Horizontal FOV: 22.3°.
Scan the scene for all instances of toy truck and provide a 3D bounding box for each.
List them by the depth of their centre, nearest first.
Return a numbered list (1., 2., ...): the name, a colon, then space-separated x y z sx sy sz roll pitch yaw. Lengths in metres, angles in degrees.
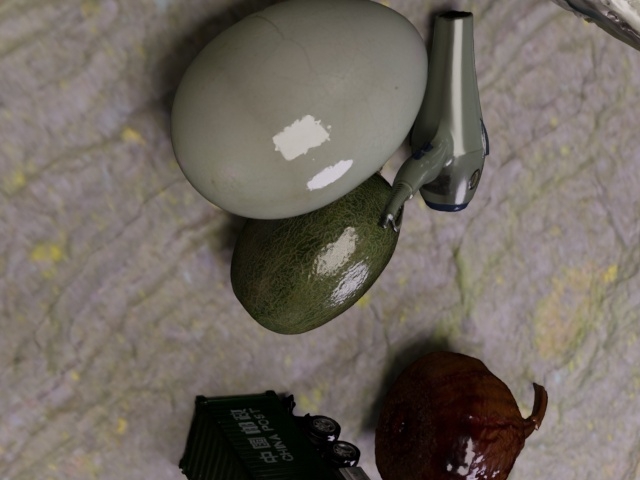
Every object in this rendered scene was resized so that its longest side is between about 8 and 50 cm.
1. toy truck: -0.010 0.229 1.343 0.121 0.259 0.088 -1 119 -29

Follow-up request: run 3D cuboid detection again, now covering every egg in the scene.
1. egg: -0.013 -0.103 1.206 0.209 0.151 0.151 -33 130 -17

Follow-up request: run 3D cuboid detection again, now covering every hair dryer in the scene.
1. hair dryer: 0.083 -0.098 1.275 0.199 0.067 0.167 -18 114 -67

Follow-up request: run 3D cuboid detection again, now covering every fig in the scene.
1. fig: 0.148 0.181 1.494 0.201 0.134 0.146 9 124 -42

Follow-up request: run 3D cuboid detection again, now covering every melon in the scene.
1. melon: 0.000 0.000 1.299 0.114 0.114 0.167 34 99 -39

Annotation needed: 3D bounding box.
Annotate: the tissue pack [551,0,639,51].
1. tissue pack: 0.294 -0.312 1.137 0.207 0.297 0.380 35 98 -26
